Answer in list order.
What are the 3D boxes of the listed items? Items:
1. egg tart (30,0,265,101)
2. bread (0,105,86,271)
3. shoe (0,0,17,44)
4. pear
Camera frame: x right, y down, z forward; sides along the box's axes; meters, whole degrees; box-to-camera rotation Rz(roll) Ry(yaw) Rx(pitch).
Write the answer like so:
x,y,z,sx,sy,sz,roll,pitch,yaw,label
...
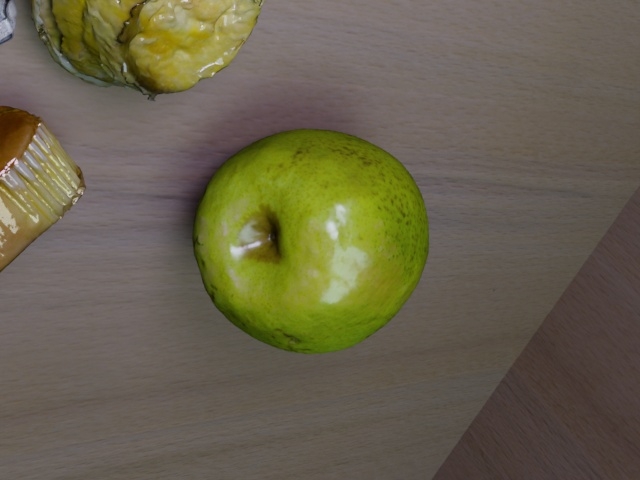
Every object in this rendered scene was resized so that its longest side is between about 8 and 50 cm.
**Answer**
x,y,z,sx,sy,sz,roll,pitch,yaw,label
-0.182,-0.297,1.078,0.345,0.132,0.345,-30,154,-16,egg tart
-0.459,-0.051,1.121,0.288,0.204,0.156,-38,126,-4,bread
-0.397,-0.266,1.008,0.092,0.089,0.180,18,120,-47,shoe
0.000,0.000,1.393,0.391,0.391,0.391,-22,141,-19,pear
